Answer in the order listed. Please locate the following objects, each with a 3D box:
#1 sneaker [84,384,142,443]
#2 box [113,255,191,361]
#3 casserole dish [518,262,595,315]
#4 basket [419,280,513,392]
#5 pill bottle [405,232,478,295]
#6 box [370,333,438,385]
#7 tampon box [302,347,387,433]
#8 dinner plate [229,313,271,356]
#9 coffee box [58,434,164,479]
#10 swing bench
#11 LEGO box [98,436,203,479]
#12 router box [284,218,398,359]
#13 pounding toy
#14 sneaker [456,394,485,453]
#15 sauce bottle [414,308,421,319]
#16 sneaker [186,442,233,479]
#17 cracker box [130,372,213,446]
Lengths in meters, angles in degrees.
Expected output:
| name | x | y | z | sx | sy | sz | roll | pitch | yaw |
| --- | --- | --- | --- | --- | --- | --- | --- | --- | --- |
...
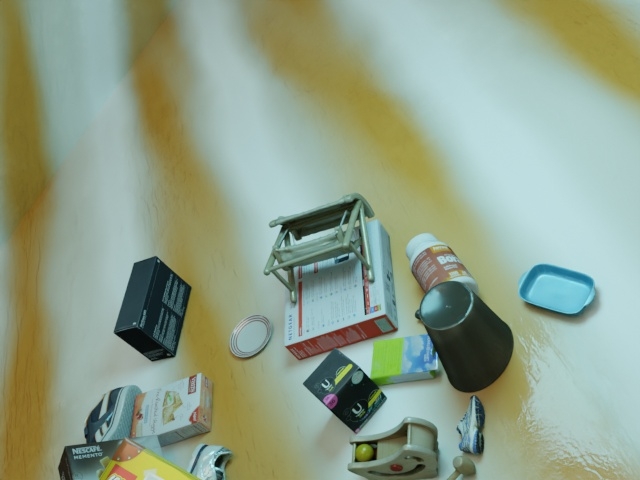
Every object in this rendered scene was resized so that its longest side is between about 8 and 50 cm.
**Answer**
| name | x | y | z | sx | sy | sz | roll | pitch | yaw |
| --- | --- | --- | --- | --- | --- | --- | --- | --- | --- |
| sneaker | -0.600 | 0.562 | 2.184 | 0.127 | 0.126 | 0.321 | -14 | 40 | 21 |
| box | -0.511 | 0.209 | 2.382 | 0.103 | 0.184 | 0.261 | -14 | 47 | 24 |
| casserole dish | 0.556 | 0.119 | 1.819 | 0.188 | 0.037 | 0.114 | 17 | 65 | 42 |
| basket | 0.324 | 0.206 | 1.763 | 0.154 | 0.227 | 0.204 | 14 | 64 | 42 |
| pill bottle | 0.301 | 0.080 | 1.968 | 0.121 | 0.121 | 0.216 | -35 | 42 | 5 |
| box | 0.213 | 0.291 | 1.905 | 0.178 | 0.042 | 0.109 | -12 | 49 | 26 |
| tampon box | 0.061 | 0.361 | 1.862 | 0.120 | 0.161 | 0.101 | -48 | 42 | -9 |
| dinner plate | -0.198 | 0.275 | 2.228 | 0.141 | 0.017 | 0.141 | -20 | 45 | 21 |
| coffee box | -0.532 | 0.597 | 1.994 | 0.098 | 0.246 | 0.141 | -62 | 41 | 33 |
| swing bench | 0.000 | 0.000 | 2.094 | 0.253 | 0.165 | 0.255 | -18 | 45 | 22 |
| LEGO box | -0.300 | 0.719 | 1.675 | 0.500 | 0.193 | 0.373 | 20 | 66 | 24 |
| router box | 0.050 | 0.131 | 2.130 | 0.301 | 0.082 | 0.336 | -20 | 45 | 21 |
| pounding toy | 0.184 | 0.485 | 1.673 | 0.269 | 0.154 | 0.155 | -14 | 47 | 26 |
| sneaker | 0.328 | 0.406 | 1.719 | 0.058 | 0.052 | 0.135 | -14 | 47 | 31 |
| sauce bottle | 0.287 | 0.202 | 1.929 | 0.128 | 0.042 | 0.042 | 22 | 69 | 47 |
| sneaker | -0.299 | 0.625 | 1.949 | 0.094 | 0.090 | 0.235 | 3 | 57 | 25 |
| cracker box | -0.414 | 0.481 | 2.164 | 0.232 | 0.067 | 0.156 | -21 | 45 | 18 |
